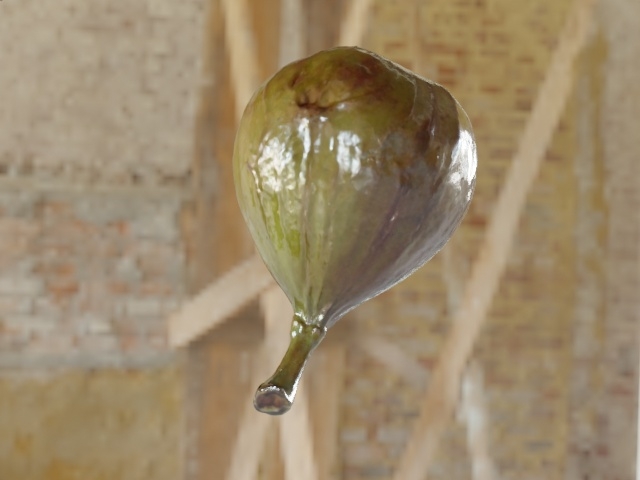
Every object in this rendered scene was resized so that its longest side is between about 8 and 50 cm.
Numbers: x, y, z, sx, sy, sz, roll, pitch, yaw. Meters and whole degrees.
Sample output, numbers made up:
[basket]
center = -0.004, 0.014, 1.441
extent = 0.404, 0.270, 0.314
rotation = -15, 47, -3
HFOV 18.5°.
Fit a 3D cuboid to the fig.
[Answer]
[fig]
center = 0.000, 0.000, 1.673
extent = 0.217, 0.321, 0.217
rotation = 21, -17, 7
